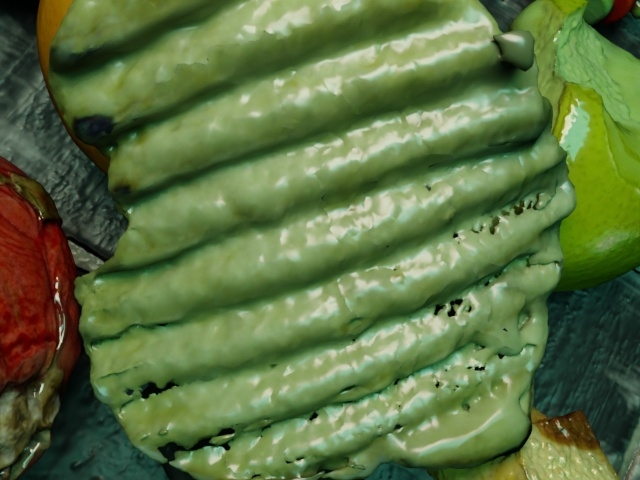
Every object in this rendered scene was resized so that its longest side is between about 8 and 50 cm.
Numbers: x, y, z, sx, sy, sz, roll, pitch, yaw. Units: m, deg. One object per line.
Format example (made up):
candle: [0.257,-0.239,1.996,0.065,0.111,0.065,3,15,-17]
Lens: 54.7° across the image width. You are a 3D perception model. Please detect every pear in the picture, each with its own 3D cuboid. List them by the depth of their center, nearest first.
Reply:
pear: [0.294,-0.082,0.634,0.282,0.176,0.286,19,61,-18]

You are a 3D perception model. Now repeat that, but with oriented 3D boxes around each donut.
donut: [0.148,0.157,0.591,0.112,0.151,0.295,18,41,-34]

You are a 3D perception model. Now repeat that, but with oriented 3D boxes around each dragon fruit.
dragon fruit: [-0.337,0.045,0.487,0.342,0.277,0.277,25,74,18]

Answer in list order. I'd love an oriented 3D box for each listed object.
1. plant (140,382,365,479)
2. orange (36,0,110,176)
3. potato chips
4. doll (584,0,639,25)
plant: [-0.053,0.210,0.553,0.256,0.164,0.142,41,71,15]
orange: [-0.089,-0.168,0.562,0.312,0.312,0.312,2,77,-8]
potato chips: [0.008,0.002,0.444,0.389,0.097,0.373,2,108,-6]
doll: [0.418,-0.429,0.769,0.182,0.160,0.363,41,74,4]
